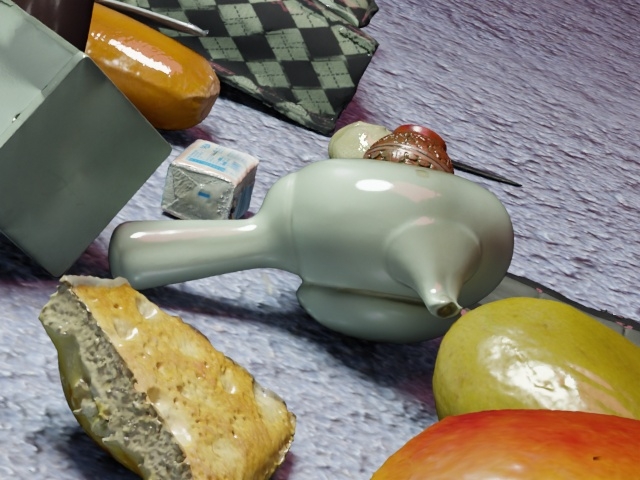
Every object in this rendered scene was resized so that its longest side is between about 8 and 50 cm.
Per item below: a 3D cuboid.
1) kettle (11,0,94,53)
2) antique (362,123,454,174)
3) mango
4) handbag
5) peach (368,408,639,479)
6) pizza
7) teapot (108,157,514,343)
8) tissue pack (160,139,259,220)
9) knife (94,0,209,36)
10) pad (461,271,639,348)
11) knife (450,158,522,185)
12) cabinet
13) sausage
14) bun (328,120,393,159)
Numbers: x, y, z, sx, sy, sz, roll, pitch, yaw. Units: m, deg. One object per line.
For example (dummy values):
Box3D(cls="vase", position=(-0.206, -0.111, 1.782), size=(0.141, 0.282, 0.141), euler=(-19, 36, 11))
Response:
Box3D(cls="kettle", position=(-0.301, -0.219, 1.699), size=(0.202, 0.232, 0.144), euler=(22, 19, 6))
Box3D(cls="antique", position=(0.088, -0.064, 1.869), size=(0.104, 0.104, 0.104), euler=(18, 20, -7))
Box3D(cls="mango", position=(0.218, 0.162, 1.371), size=(0.195, 0.142, 0.332), euler=(-11, 44, -47))
Box3D(cls="handbag", position=(-0.072, -0.290, 2.218), size=(0.317, 0.180, 0.416), euler=(26, 14, -8))
Box3D(cls="peach", position=(0.178, 0.236, 0.990), size=(0.306, 0.242, 0.380), euler=(28, 21, 34))
Box3D(cls="pizza", position=(-0.107, 0.116, 1.271), size=(0.188, 0.080, 0.204), euler=(53, 20, 16))
Box3D(cls="teapot", position=(0.001, 0.004, 1.551), size=(0.318, 0.149, 0.220), euler=(8, -5, 14))
Box3D(cls="tissue pack", position=(-0.103, -0.052, 1.710), size=(0.074, 0.058, 0.094), euler=(20, 20, 7))
Box3D(cls="knife", position=(-0.241, -0.255, 1.966), size=(0.081, 0.043, 0.336), euler=(25, -8, -41))
Box3D(cls="pad", position=(0.223, 0.079, 1.746), size=(0.233, 0.022, 0.174), euler=(22, 19, 0))
Box3D(cls="knife", position=(0.157, -0.090, 2.125), size=(0.170, 0.010, 0.023), euler=(18, 20, -11))
Box3D(cls="cabinet", position=(-0.259, -0.101, 1.493), size=(0.206, 0.145, 0.150), euler=(36, -8, 38))
Box3D(cls="sausage", position=(-0.233, -0.193, 1.891), size=(0.274, 0.105, 0.105), euler=(24, 21, 11))
Box3D(cls="bun", position=(0.053, -0.102, 1.991), size=(0.086, 0.054, 0.086), euler=(18, 19, -7))
